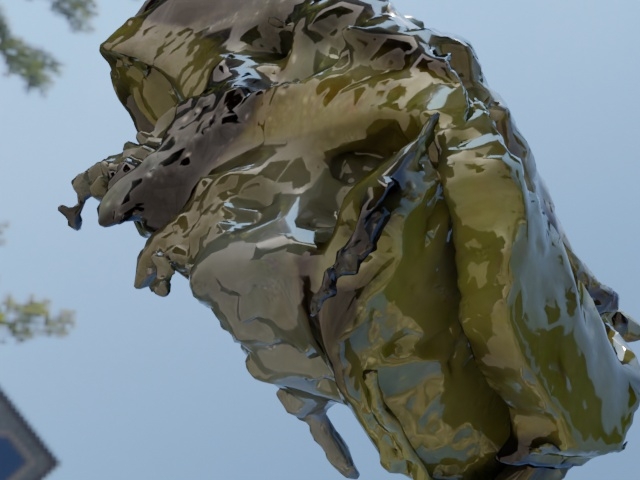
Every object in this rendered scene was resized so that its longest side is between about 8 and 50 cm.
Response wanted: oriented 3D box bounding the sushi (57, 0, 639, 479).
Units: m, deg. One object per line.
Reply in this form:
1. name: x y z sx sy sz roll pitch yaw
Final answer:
1. sushi: 0.006 -0.004 0.451 0.131 0.139 0.291 -40 -152 -9
